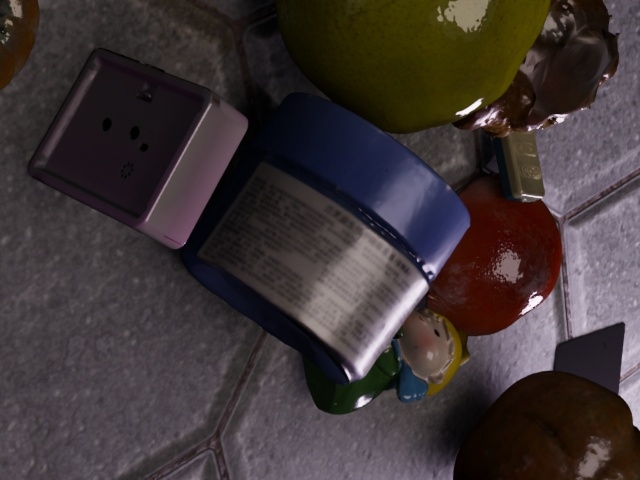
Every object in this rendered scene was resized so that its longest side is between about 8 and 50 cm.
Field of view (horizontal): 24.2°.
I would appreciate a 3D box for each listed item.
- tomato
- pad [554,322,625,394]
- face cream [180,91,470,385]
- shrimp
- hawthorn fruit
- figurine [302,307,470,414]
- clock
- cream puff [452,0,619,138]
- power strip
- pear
[{"bbox_3d":[0.234,0.023,1.924,0.199,0.112,0.228,45,73,-41],"label":"tomato"},{"bbox_3d":[0.394,0.261,2.238,0.159,0.009,0.265,-12,113,-38],"label":"pad"},{"bbox_3d":[0.000,0.000,1.598,0.225,0.249,0.249,-53,134,-11],"label":"face cream"},{"bbox_3d":[-0.323,-0.211,1.358,0.161,0.049,0.166,2,104,-46],"label":"shrimp"},{"bbox_3d":[0.306,0.338,2.007,0.301,0.268,0.268,-41,130,-16],"label":"hawthorn fruit"},{"bbox_3d":[0.092,0.113,1.830,0.234,0.127,0.185,-11,106,-29],"label":"figurine"},{"bbox_3d":[-0.176,-0.092,1.434,0.063,0.197,0.150,33,83,-47],"label":"clock"},{"bbox_3d":[0.252,-0.236,1.800,0.269,0.155,0.241,10,99,-42],"label":"cream puff"},{"bbox_3d":[0.251,-0.107,1.895,0.056,0.032,0.123,5,70,-42],"label":"power strip"},{"bbox_3d":[0.097,-0.265,1.568,0.294,0.294,0.294,-18,118,-37],"label":"pear"}]
